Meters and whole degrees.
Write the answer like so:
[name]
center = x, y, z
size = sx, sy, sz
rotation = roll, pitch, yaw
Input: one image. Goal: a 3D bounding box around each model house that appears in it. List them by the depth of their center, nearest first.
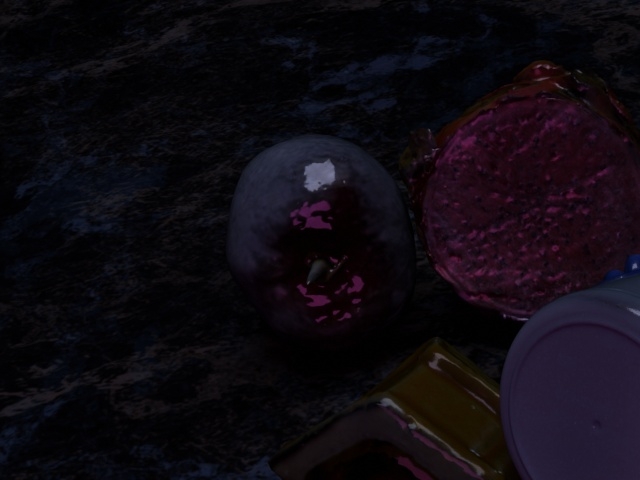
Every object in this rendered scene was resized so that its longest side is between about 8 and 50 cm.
[model house]
center = 0.133, 0.212, 1.623
size = 0.268, 0.173, 0.239
rotation = 39, 35, 13

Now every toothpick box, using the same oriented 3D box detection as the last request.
[toothpick box]
center = 0.359, 0.123, 1.538
size = 0.263, 0.263, 0.355
rotation = 21, 23, 40

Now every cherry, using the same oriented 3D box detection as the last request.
[cherry]
center = 0.000, 0.000, 1.876
size = 0.218, 0.255, 0.296
rotation = -25, 18, 2

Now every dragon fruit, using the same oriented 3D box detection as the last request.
[dragon fruit]
center = 0.260, -0.055, 1.910
size = 0.296, 0.314, 0.263
rotation = -25, 13, 13
